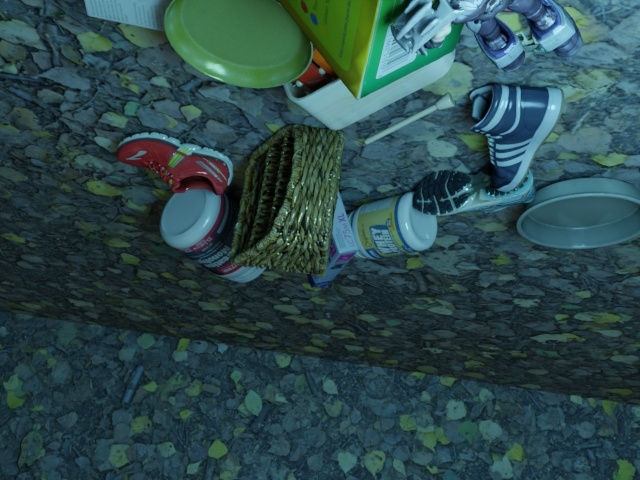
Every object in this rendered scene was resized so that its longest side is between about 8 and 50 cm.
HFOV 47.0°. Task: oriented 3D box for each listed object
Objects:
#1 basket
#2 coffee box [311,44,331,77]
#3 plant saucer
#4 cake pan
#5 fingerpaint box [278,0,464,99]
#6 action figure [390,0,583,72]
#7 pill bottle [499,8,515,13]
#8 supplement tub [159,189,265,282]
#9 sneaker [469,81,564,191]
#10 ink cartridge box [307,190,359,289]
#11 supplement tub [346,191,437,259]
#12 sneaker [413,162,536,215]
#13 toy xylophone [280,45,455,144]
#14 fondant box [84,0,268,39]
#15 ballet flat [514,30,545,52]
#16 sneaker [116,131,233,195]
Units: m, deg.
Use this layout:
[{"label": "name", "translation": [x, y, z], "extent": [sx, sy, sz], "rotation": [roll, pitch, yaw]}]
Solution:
[{"label": "basket", "translation": [-0.075, -0.098, 1.560], "extent": [0.222, 0.299, 0.213], "rotation": [9, 155, 3]}, {"label": "coffee box", "translation": [-0.006, -0.344, 1.324], "extent": [0.184, 0.041, 0.113], "rotation": [6, 154, 9]}, {"label": "plant saucer", "translation": [-0.128, -0.333, 1.179], "extent": [0.240, 0.037, 0.241], "rotation": [7, 156, 3]}, {"label": "cake pan", "translation": [0.591, -0.059, 1.657], "extent": [0.293, 0.054, 0.293], "rotation": [4, 157, 2]}, {"label": "fingerpaint box", "translation": [0.025, -0.433, 0.748], "extent": [0.163, 0.371, 0.445], "rotation": [-30, 160, -17]}, {"label": "action figure", "translation": [0.165, -0.239, 0.726], "extent": [0.185, 0.099, 0.285], "rotation": [-28, 164, 25]}, {"label": "pill bottle", "translation": [0.261, -0.396, 0.786], "extent": [0.210, 0.210, 0.363], "rotation": [14, 178, -8]}, {"label": "supplement tub", "translation": [-0.267, -0.018, 1.928], "extent": [0.191, 0.191, 0.272], "rotation": [-8, 149, 34]}, {"label": "sneaker", "translation": [0.343, -0.200, 1.423], "extent": [0.153, 0.099, 0.282], "rotation": [7, 148, -5]}, {"label": "ink cartridge box", "translation": [0.000, 0.000, 1.874], "extent": [0.065, 0.186, 0.311], "rotation": [-12, 162, -19]}, {"label": "supplement tub", "translation": [0.167, -0.032, 1.791], "extent": [0.199, 0.144, 0.144], "rotation": [-14, 146, 40]}, {"label": "sneaker", "translation": [0.345, -0.094, 1.644], "extent": [0.283, 0.110, 0.122], "rotation": [-7, 154, 33]}, {"label": "toy xylophone", "translation": [0.097, -0.280, 1.289], "extent": [0.322, 0.081, 0.236], "rotation": [-18, 150, 22]}, {"label": "fondant box", "translation": [-0.212, -0.432, 1.155], "extent": [0.330, 0.096, 0.238], "rotation": [10, 155, -3]}, {"label": "ballet flat", "translation": [0.347, -0.332, 1.224], "extent": [0.114, 0.041, 0.041], "rotation": [-3, 152, 25]}, {"label": "sneaker", "translation": [-0.346, -0.171, 1.722], "extent": [0.278, 0.118, 0.107], "rotation": [11, 154, -2]}]
